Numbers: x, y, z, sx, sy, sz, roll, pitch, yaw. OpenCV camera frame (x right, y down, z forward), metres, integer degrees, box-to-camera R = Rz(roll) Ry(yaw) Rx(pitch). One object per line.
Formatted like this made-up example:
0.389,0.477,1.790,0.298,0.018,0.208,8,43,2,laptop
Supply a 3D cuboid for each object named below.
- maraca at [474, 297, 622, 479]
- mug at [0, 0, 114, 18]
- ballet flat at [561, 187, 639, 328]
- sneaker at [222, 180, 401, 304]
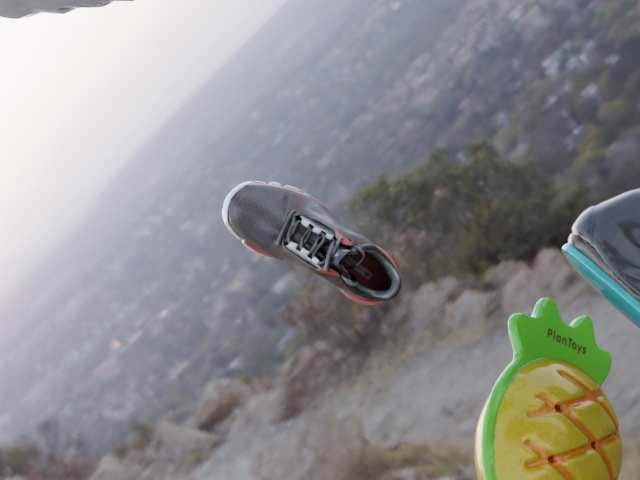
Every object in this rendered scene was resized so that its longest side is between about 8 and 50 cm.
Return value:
0.172,0.136,0.931,0.099,0.127,0.186,-16,55,51,maraca
-0.178,-0.211,0.465,0.374,0.328,0.276,-84,2,-74,mug
0.277,0.069,0.817,0.096,0.280,0.095,-38,-21,2,ballet flat
0.000,0.000,0.970,0.061,0.158,0.065,-64,13,-2,sneaker
